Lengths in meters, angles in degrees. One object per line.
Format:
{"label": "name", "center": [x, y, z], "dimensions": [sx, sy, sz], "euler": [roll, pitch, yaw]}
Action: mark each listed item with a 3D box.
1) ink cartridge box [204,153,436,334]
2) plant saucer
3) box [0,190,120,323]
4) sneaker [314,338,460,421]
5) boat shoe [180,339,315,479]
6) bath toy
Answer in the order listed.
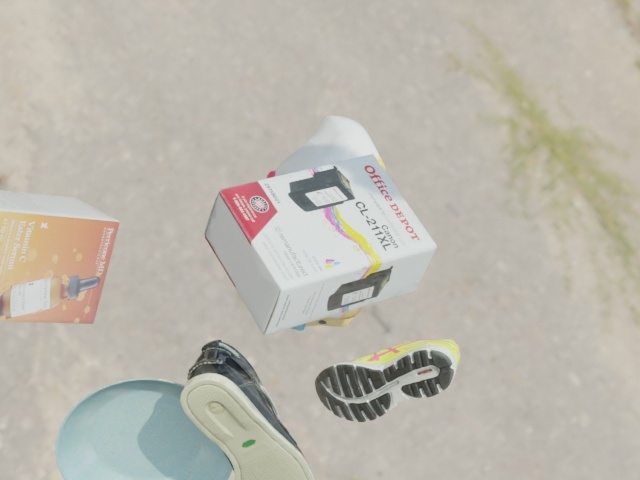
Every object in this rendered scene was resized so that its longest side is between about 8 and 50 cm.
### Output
{"label": "ink cartridge box", "center": [0.000, 0.000, 1.558], "dimensions": [0.175, 0.072, 0.127], "euler": [-15, 57, -30]}
{"label": "plant saucer", "center": [-0.189, 0.220, 1.810], "dimensions": [0.195, 0.195, 0.037], "euler": [34, 23, -21]}
{"label": "box", "center": [-0.330, 0.018, 1.868], "dimensions": [0.170, 0.130, 0.091], "euler": [4, 15, -46]}
{"label": "sneaker", "center": [0.092, 0.173, 2.138], "dimensions": [0.094, 0.208, 0.081], "euler": [-39, 113, -60]}
{"label": "boat shoe", "center": [-0.063, 0.202, 1.720], "dimensions": [0.233, 0.084, 0.079], "euler": [59, 20, -30]}
{"label": "bath toy", "center": [0.001, -0.008, 1.851], "dimensions": [0.348, 0.129, 0.151], "euler": [92, -27, -66]}
